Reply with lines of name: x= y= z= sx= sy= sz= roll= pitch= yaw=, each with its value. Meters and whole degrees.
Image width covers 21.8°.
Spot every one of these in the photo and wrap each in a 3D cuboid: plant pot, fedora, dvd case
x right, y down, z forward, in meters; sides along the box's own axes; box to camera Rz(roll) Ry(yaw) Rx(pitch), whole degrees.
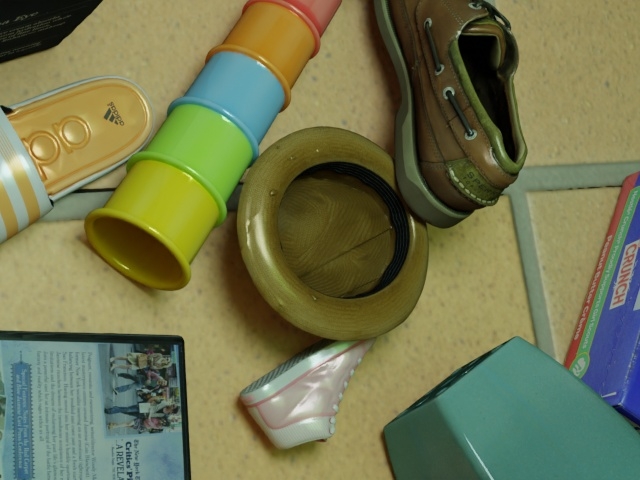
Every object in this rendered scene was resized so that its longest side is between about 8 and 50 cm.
plant pot: x=0.175 y=0.210 z=1.379 sx=0.166 sy=0.165 sz=0.234 roll=-33 pitch=87 yaw=-32
fedora: x=0.000 y=0.000 z=1.372 sx=0.194 sy=0.079 sz=0.194 roll=11 pitch=70 yaw=-33
dvd case: x=-0.215 y=0.157 z=1.246 sx=0.253 sy=0.022 sz=0.180 roll=4 pitch=75 yaw=-29

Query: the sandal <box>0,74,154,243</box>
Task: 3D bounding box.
sandal: x=-0.227 y=-0.066 z=1.263 sx=0.265 sy=0.076 sz=0.102 roll=-34 pitch=95 yaw=-32

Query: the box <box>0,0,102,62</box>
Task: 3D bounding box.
box: x=-0.301 y=-0.219 z=1.121 sx=0.343 sy=0.312 sz=0.179 roll=-22 pitch=89 yaw=-33

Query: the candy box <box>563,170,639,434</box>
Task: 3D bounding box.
candy box: x=0.396 y=0.115 z=1.550 sx=0.317 sy=0.122 sz=0.268 roll=33 pitch=65 yaw=-20

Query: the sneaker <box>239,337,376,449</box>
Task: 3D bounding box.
sneaker: x=0.002 y=0.123 z=1.364 sx=0.134 sy=0.051 sz=0.070 roll=-31 pitch=95 yaw=-29

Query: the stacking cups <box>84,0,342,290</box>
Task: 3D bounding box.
stacking cups: x=-0.068 y=-0.104 z=1.358 sx=0.096 sy=0.096 sz=0.316 roll=42 pitch=59 yaw=-15

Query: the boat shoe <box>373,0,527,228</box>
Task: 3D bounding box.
boat shoe: x=0.123 y=-0.160 z=1.436 sx=0.111 sy=0.104 sz=0.307 roll=19 pitch=53 yaw=-39
